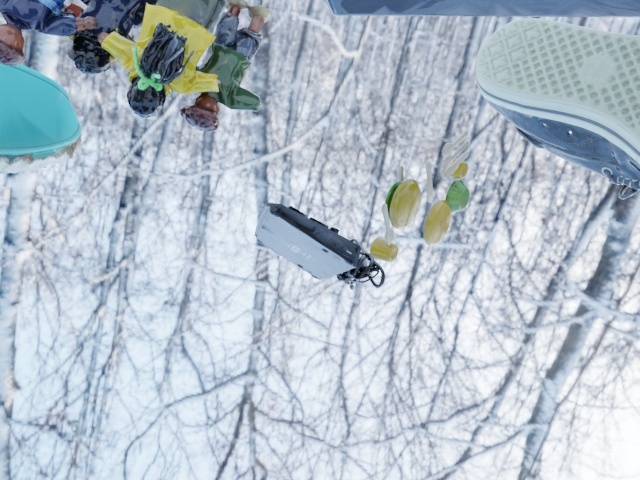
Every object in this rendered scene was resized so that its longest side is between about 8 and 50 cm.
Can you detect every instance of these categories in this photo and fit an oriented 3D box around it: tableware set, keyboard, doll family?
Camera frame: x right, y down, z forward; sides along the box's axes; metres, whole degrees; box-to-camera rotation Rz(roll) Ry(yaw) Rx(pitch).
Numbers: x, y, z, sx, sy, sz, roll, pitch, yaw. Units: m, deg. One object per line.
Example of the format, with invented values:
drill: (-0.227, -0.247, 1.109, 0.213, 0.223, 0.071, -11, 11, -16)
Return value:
tableware set: (0.099, -0.034, 0.705, 0.024, 0.104, 0.154, 20, -132, 35)
keyboard: (0.000, 0.000, 0.569, 0.100, 0.038, 0.192, 33, 172, -4)
doll family: (-0.126, -0.136, 0.465, 0.193, 0.111, 0.076, 24, 176, -2)

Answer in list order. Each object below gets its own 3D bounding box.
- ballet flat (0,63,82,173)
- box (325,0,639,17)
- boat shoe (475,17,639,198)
ballet flat: (-0.444, -0.126, 0.686, 0.409, 0.147, 0.147, 3, -157, -41)
box: (0.182, -0.315, 0.465, 0.343, 0.179, 0.312, 8, -119, 23)
boat shoe: (0.425, -0.152, 0.932, 0.500, 0.187, 0.156, 32, 173, 40)
